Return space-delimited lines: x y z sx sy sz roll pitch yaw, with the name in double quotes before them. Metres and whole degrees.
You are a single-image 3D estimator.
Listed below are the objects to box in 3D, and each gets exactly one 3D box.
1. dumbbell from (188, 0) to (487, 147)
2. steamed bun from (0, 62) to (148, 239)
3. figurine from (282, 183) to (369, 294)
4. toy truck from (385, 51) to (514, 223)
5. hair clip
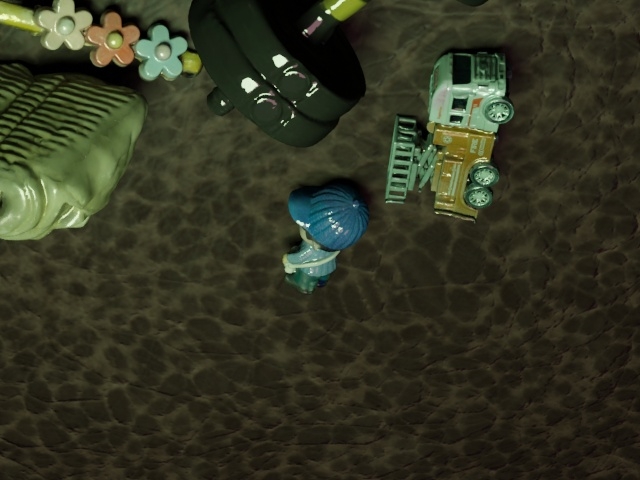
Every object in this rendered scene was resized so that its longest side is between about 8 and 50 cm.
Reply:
"dumbbell" 0.039 -0.232 1.106 0.388 0.185 0.185 -37 125 25
"steamed bun" -0.291 -0.075 1.211 0.211 0.218 0.144 16 135 16
"figurine" 0.000 0.000 1.384 0.086 0.087 0.149 -23 144 -37
"toy truck" 0.136 -0.115 1.292 0.115 0.080 0.178 8 133 0
"hair clip" -0.214 -0.199 1.200 0.214 0.056 0.062 13 96 -16
